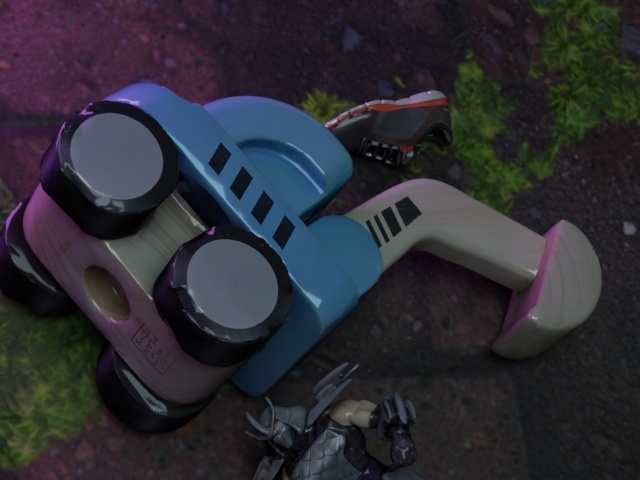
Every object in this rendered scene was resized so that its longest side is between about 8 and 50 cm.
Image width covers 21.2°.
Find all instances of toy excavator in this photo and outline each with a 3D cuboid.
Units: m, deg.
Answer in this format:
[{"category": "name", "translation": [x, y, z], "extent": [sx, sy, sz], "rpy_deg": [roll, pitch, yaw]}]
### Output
[{"category": "toy excavator", "translation": [0.000, 0.000, 1.554], "extent": [0.433, 0.222, 0.445], "rpy_deg": [48, 55, 5]}]

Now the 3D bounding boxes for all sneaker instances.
[{"category": "sneaker", "translation": [0.066, -0.102, 1.685], "extent": [0.158, 0.061, 0.065], "rpy_deg": [-16, 80, -21]}]

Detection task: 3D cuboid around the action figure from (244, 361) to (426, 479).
[{"category": "action figure", "translation": [0.056, 0.223, 1.489], "extent": [0.285, 0.185, 0.099], "rpy_deg": [33, 34, -5]}]
